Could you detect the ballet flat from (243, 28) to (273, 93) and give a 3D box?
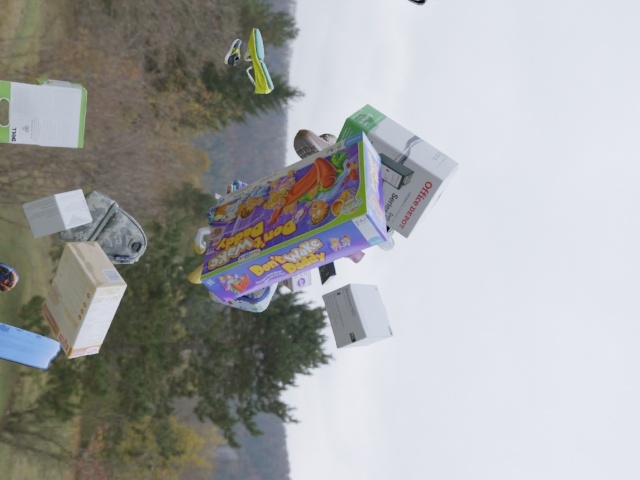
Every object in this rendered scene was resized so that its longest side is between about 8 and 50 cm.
[{"bbox_3d":[-0.232,-0.635,2.060,0.077,0.077,0.230,-32,108,-75],"label":"ballet flat"}]

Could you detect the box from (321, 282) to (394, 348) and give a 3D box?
[{"bbox_3d":[0.120,0.240,1.837,0.119,0.182,0.180,-28,-111,29],"label":"box"}]

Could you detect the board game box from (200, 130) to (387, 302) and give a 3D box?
[{"bbox_3d":[-0.051,-0.044,1.097,0.078,0.347,0.233,51,27,-37],"label":"board game box"}]

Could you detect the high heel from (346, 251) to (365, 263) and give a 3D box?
[{"bbox_3d":[0.143,-0.045,1.985,0.244,0.117,0.082,-56,-140,-2],"label":"high heel"}]

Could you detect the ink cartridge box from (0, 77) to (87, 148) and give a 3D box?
[{"bbox_3d":[-0.845,-0.385,1.719,0.097,0.256,0.188,40,-57,48],"label":"ink cartridge box"}]

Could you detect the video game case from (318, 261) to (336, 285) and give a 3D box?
[{"bbox_3d":[0.000,0.000,1.898,0.196,0.026,0.273,120,-42,-74],"label":"video game case"}]

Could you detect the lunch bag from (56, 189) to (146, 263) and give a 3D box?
[{"bbox_3d":[-0.743,-0.020,1.990,0.305,0.256,0.212,-7,-127,63],"label":"lunch bag"}]

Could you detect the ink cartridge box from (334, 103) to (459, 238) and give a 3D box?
[{"bbox_3d":[0.173,-0.177,1.484,0.121,0.289,0.211,-43,164,-47],"label":"ink cartridge box"}]

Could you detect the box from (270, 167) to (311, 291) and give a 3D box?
[{"bbox_3d":[-0.073,-0.025,1.476,0.067,0.063,0.323,31,-47,47],"label":"box"}]

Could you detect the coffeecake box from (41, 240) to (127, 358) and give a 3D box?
[{"bbox_3d":[-0.478,0.117,1.158,0.142,0.068,0.185,44,-63,29],"label":"coffeecake box"}]

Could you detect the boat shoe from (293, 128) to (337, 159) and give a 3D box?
[{"bbox_3d":[0.007,-0.327,2.069,0.324,0.123,0.116,35,68,-60],"label":"boat shoe"}]

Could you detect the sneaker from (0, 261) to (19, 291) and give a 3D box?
[{"bbox_3d":[-0.855,0.071,1.426,0.087,0.221,0.083,176,-62,-83],"label":"sneaker"}]

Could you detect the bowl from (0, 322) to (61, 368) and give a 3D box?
[{"bbox_3d":[-0.848,0.235,1.415,0.391,0.392,0.077,126,-20,-69],"label":"bowl"}]

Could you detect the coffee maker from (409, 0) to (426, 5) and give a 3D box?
[{"bbox_3d":[0.279,-0.721,1.478,0.178,0.120,0.171,-178,-80,-86],"label":"coffee maker"}]

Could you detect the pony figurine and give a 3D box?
[{"bbox_3d":[-0.205,-0.027,1.731,0.363,0.351,0.302,-57,-134,37],"label":"pony figurine"}]

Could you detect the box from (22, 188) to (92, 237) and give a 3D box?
[{"bbox_3d":[-0.631,-0.066,1.388,0.101,0.102,0.087,-41,116,-70],"label":"box"}]

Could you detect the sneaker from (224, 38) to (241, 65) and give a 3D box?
[{"bbox_3d":[-0.236,-0.518,1.599,0.031,0.035,0.083,122,-7,-78],"label":"sneaker"}]

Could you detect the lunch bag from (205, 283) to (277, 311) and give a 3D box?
[{"bbox_3d":[-0.258,0.091,1.978,0.114,0.244,0.303,89,18,-58],"label":"lunch bag"}]

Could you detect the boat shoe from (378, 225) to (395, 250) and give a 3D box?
[{"bbox_3d":[0.231,-0.032,2.136,0.227,0.081,0.079,38,33,-46],"label":"boat shoe"}]
